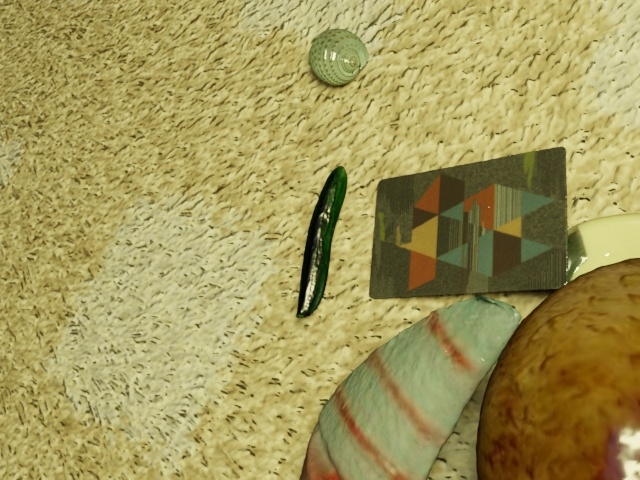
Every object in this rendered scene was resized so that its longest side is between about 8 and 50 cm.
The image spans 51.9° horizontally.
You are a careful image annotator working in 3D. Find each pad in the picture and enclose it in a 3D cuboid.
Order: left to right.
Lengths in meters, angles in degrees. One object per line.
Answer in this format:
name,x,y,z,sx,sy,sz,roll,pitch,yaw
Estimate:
pad,0.141,-0.013,0.663,0.211,0.003,0.143,-8,67,37

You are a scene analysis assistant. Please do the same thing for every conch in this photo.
conch,0.017,-0.230,0.799,0.085,0.057,0.076,34,74,29

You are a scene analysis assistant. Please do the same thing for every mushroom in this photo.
mushroom,0.263,0.204,0.452,0.331,0.356,0.334,16,49,16

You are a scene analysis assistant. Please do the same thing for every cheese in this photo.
cheese,0.339,0.020,0.567,0.251,0.054,0.127,-13,66,18

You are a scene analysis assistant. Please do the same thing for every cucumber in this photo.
cucumber,0.000,0.000,0.734,0.036,0.033,0.184,-6,66,48

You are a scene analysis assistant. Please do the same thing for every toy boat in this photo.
toy boat,0.069,0.153,0.562,0.282,0.096,0.206,-66,27,18
